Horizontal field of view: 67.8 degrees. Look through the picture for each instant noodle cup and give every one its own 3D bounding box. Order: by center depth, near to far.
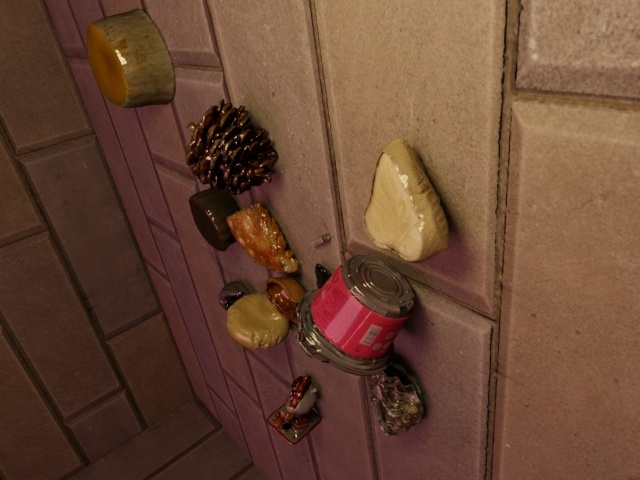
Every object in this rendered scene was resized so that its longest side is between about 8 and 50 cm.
[{"bbox_3d":[0.098,0.152,1.092,0.258,0.302,0.182,40,122,13],"label":"instant noodle cup"}]

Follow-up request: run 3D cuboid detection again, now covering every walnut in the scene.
[{"bbox_3d":[-0.097,0.175,1.539,0.211,0.087,0.167,12,131,55],"label":"walnut"}]

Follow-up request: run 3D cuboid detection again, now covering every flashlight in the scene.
[{"bbox_3d":[0.000,0.000,1.319,0.018,0.018,0.083,62,150,-2],"label":"flashlight"}]

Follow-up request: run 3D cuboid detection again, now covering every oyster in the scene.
[{"bbox_3d":[0.191,0.434,1.296,0.198,0.112,0.268,-8,110,58],"label":"oyster"}]

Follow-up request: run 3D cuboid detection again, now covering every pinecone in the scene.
[{"bbox_3d":[-0.251,-0.238,1.303,0.257,0.243,0.243,59,150,-5],"label":"pinecone"}]

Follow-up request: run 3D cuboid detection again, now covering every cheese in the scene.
[{"bbox_3d":[-0.229,0.295,1.721,0.226,0.213,0.117,43,141,40],"label":"cheese"}]

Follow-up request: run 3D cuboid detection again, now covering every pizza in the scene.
[{"bbox_3d":[-0.185,-0.024,1.516,0.335,0.086,0.226,37,137,33],"label":"pizza"}]

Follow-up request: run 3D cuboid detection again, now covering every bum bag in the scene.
[{"bbox_3d":[0.029,0.188,1.282,0.137,0.074,0.310,59,-169,-30],"label":"bum bag"}]

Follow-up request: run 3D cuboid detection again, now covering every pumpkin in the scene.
[{"bbox_3d":[-0.675,-0.614,1.671,0.332,0.199,0.332,39,146,33],"label":"pumpkin"}]

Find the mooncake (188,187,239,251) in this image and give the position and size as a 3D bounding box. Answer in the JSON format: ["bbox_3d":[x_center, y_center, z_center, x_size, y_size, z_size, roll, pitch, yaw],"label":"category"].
[{"bbox_3d":[-0.369,-0.081,1.714,0.228,0.124,0.228,38,147,30],"label":"mooncake"}]

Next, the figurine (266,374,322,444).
[{"bbox_3d":[-0.082,0.613,1.814,0.160,0.183,0.226,31,127,27],"label":"figurine"}]

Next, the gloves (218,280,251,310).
[{"bbox_3d":[-0.363,0.236,1.958,0.119,0.142,0.285,38,153,-16],"label":"gloves"}]

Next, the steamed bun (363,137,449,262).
[{"bbox_3d":[0.178,-0.049,0.922,0.231,0.110,0.212,101,150,-51],"label":"steamed bun"}]
